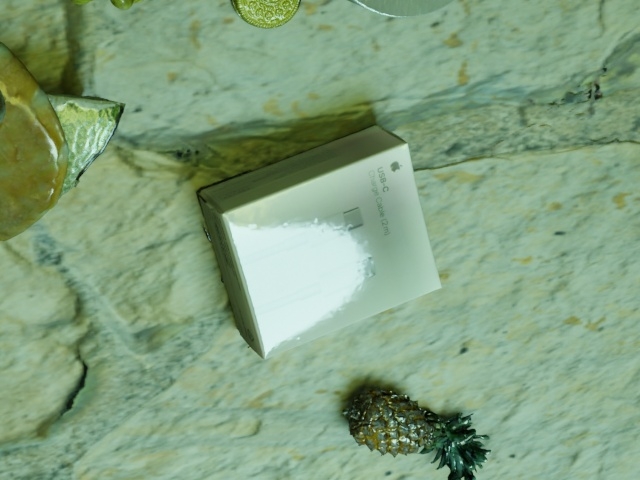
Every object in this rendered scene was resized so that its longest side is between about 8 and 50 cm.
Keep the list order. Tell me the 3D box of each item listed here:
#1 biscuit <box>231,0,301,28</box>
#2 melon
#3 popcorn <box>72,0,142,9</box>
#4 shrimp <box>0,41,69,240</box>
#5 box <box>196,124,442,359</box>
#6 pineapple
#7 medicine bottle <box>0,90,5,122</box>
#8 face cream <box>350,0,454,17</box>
[{"bbox_3d":[-0.063,-0.287,2.017,0.084,0.023,0.084,-7,111,-20],"label":"biscuit"},{"bbox_3d":[-0.325,-0.121,1.936,0.202,0.093,0.139,-43,120,8],"label":"melon"},{"bbox_3d":[-0.221,-0.325,1.850,0.198,0.197,0.155,-14,84,-17],"label":"popcorn"},{"bbox_3d":[-0.462,-0.172,1.842,0.272,0.085,0.445,-29,113,20],"label":"shrimp"},{"bbox_3d":[0.000,0.000,2.105,0.252,0.106,0.203,-21,114,-15],"label":"box"},{"bbox_3d":[0.121,0.254,2.250,0.221,0.103,0.083,22,133,-28],"label":"pineapple"},{"bbox_3d":[-0.467,-0.057,1.760,0.151,0.151,0.322,32,113,-28],"label":"medicine bottle"},{"bbox_3d":[0.067,-0.374,1.950,0.218,0.179,0.218,-7,111,-20],"label":"face cream"}]
